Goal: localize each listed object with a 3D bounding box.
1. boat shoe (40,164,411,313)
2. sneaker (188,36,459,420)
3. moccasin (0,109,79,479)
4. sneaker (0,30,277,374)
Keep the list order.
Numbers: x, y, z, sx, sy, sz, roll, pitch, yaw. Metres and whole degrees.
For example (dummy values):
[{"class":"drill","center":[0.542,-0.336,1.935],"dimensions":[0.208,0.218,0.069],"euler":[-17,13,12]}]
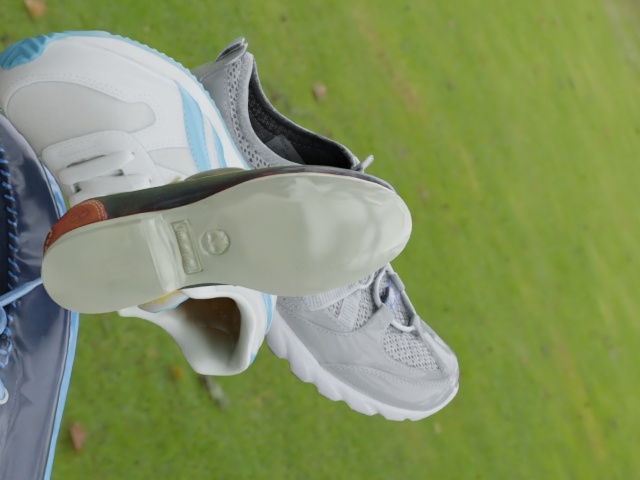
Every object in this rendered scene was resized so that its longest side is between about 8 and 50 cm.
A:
[{"class":"boat shoe","center":[-0.035,-0.004,0.591],"dimensions":[0.043,0.137,0.049],"euler":[-94,174,-69]},{"class":"sneaker","center":[0.000,0.000,0.979],"dimensions":[0.281,0.115,0.105],"euler":[45,21,-19]},{"class":"moccasin","center":[-0.215,0.085,0.935],"dimensions":[0.117,0.138,0.342],"euler":[7,79,-65]},{"class":"sneaker","center":[-0.087,-0.018,0.829],"dimensions":[0.229,0.087,0.092],"euler":[49,36,-41]}]
